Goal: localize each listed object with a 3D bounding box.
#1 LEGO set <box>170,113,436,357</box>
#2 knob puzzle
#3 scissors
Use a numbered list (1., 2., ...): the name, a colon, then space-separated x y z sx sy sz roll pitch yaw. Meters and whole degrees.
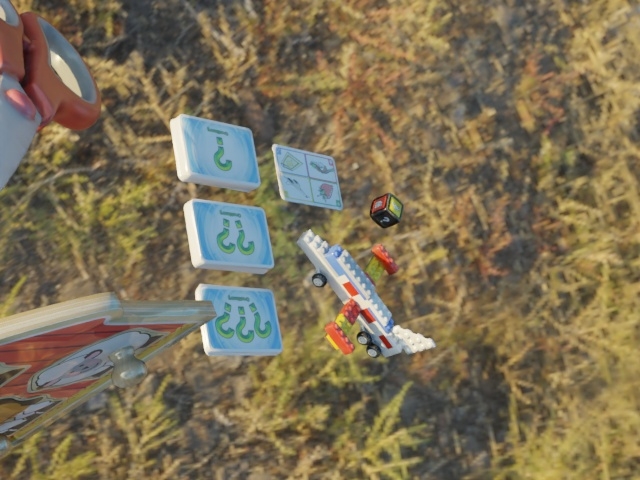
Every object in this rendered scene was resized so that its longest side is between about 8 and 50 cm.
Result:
1. LEGO set: 0.000 0.000 0.882 0.244 0.060 0.183 9 66 -48
2. knob puzzle: -0.164 0.082 0.551 0.213 0.213 0.030 -12 70 -39
3. scissors: -0.120 -0.055 0.479 0.021 0.297 0.109 -42 125 6
